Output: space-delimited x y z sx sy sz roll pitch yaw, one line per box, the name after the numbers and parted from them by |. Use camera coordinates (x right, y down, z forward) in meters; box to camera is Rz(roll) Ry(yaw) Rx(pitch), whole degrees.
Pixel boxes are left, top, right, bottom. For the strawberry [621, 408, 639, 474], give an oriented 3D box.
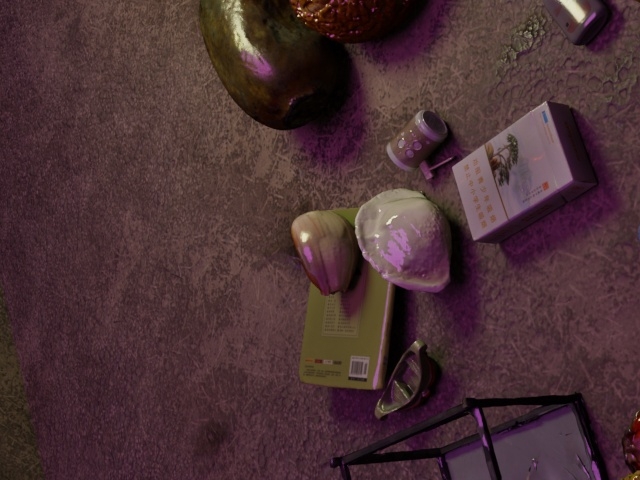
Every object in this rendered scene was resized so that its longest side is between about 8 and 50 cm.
0.540 0.300 1.556 0.236 0.111 0.190 27 147 27 | strawberry

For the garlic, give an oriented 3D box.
0.009 -0.002 2.171 0.115 0.128 0.207 -33 42 10 | garlic

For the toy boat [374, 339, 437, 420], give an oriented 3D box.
0.161 0.254 2.046 0.089 0.071 0.185 50 125 40 | toy boat

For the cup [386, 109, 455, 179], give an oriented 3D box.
0.183 -0.172 2.050 0.099 0.074 0.102 -47 53 38 | cup

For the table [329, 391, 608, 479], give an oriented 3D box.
0.235 0.397 1.786 0.335 0.272 0.222 -35 61 44 | table

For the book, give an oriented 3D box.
0.061 0.110 2.173 0.239 0.035 0.352 -3 77 52 | book

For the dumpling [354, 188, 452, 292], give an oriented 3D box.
0.148 0.000 2.015 0.126 0.166 0.216 124 135 -76 | dumpling

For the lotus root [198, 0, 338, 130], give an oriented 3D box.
-0.101 -0.380 2.296 0.250 0.250 0.346 -51 54 35 | lotus root

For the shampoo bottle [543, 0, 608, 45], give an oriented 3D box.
0.399 -0.394 1.829 0.080 0.040 0.165 -53 50 36 | shampoo bottle

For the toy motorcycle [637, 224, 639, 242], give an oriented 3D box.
0.542 0.066 1.584 0.254 0.092 0.136 34 123 36 | toy motorcycle

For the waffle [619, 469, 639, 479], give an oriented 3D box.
0.479 0.394 1.593 0.149 0.051 0.194 38 150 14 | waffle

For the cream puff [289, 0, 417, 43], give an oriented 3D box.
0.045 -0.519 2.139 0.303 0.212 0.303 -4 85 54 | cream puff

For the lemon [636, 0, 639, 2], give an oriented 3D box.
0.490 -0.463 1.548 0.268 0.268 0.322 -33 74 44 | lemon

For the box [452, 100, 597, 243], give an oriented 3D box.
0.332 -0.109 1.870 0.233 0.067 0.150 -35 63 44 | box
